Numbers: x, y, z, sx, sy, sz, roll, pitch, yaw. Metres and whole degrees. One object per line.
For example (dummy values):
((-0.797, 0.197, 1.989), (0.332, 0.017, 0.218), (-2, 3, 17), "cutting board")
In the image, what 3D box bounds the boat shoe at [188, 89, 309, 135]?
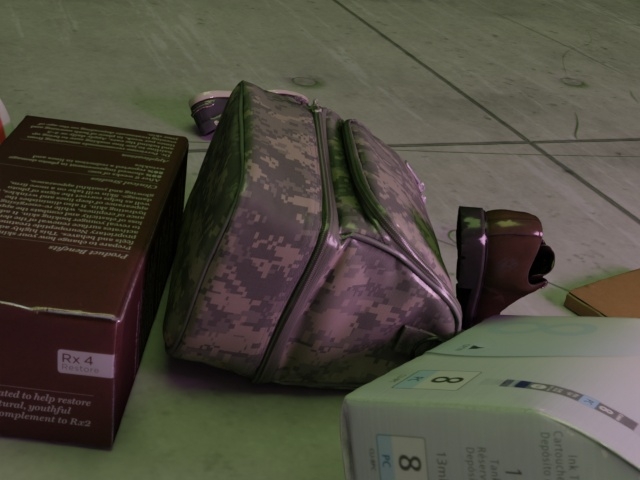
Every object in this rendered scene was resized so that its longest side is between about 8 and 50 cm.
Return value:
((-0.104, -0.190, 1.408), (0.206, 0.075, 0.065), (-5, 73, -34), "boat shoe")

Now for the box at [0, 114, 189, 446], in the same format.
((-0.247, 0.016, 0.876), (0.191, 0.143, 0.381), (8, 26, -2), "box")

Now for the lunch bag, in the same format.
((0.000, 0.000, 0.917), (0.255, 0.213, 0.305), (20, 26, -15), "lunch bag")

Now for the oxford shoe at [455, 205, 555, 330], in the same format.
((0.179, 0.039, 0.893), (0.096, 0.227, 0.083), (-2, 68, 5), "oxford shoe")

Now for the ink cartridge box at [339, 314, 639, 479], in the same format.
((0.253, 0.120, 0.658), (0.384, 0.091, 0.308), (-4, 4, 31), "ink cartridge box")

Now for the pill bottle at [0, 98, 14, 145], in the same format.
((-0.485, -0.082, 0.965), (0.161, 0.161, 0.283), (29, 34, 34), "pill bottle")

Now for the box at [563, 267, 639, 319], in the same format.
((0.404, 0.096, 1.028), (0.164, 0.021, 0.201), (-12, 34, -34), "box")
